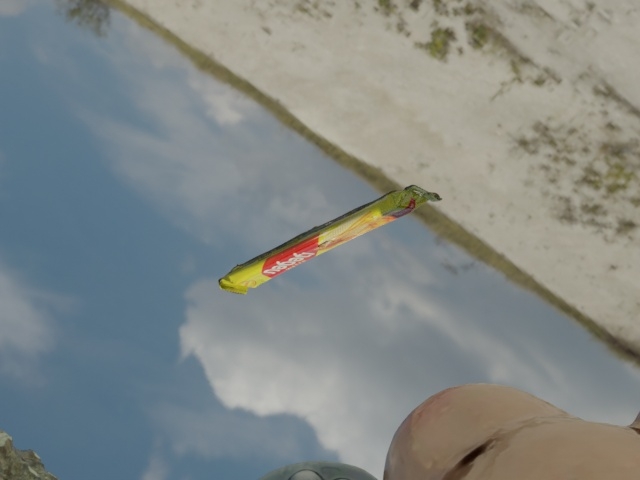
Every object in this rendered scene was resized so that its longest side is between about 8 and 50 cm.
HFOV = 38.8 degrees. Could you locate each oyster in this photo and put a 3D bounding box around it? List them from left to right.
[{"bbox_3d":[-0.352,0.296,1.056,0.199,0.087,0.252,36,179,-35],"label":"oyster"}]

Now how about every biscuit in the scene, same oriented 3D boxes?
[{"bbox_3d":[0.000,0.000,0.990,0.048,0.292,0.026,12,-120,-49],"label":"biscuit"}]

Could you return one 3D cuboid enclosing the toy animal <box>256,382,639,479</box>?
[{"bbox_3d":[0.082,0.190,0.383,0.221,0.229,0.210,54,-131,-20],"label":"toy animal"}]
